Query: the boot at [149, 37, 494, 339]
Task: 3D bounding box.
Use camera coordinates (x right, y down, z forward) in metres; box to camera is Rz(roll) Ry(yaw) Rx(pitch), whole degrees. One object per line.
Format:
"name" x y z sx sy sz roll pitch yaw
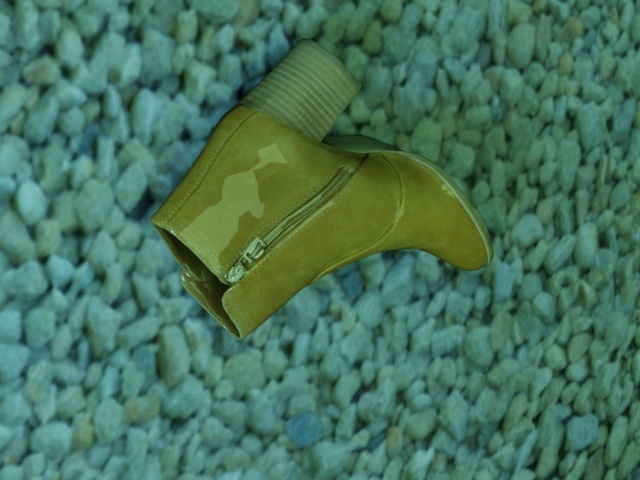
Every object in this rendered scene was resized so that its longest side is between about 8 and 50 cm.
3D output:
"boot" 0.000 0.000 1.496 0.211 0.104 0.295 -53 127 -11
